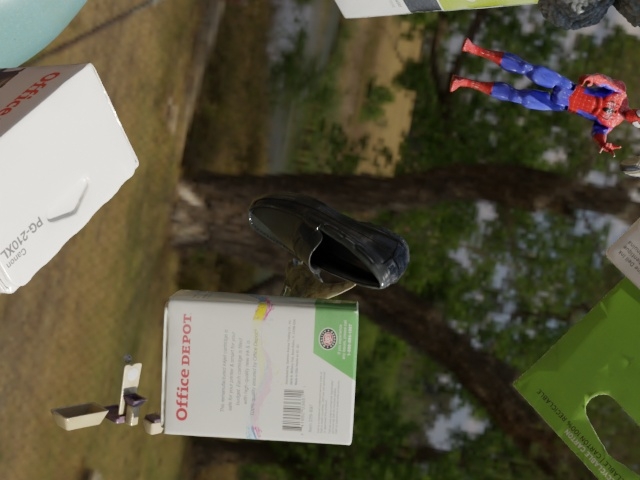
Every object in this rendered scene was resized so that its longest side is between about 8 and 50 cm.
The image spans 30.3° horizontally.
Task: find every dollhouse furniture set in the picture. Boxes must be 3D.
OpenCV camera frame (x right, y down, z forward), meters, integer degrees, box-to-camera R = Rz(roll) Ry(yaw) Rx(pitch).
[{"bbox_3d":[-0.247,0.182,1.386,0.114,0.091,0.081,-3,107,-50],"label":"dollhouse furniture set"}]

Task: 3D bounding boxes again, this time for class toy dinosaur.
[{"bbox_3d":[-0.015,0.092,1.688,0.268,0.064,0.118,-165,-98,-69],"label":"toy dinosaur"}]

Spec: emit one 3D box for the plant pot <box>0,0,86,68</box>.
[{"bbox_3d":[-0.363,-0.321,1.312,0.290,0.196,0.290,-10,90,-83],"label":"plant pot"}]

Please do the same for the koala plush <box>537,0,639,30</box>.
[{"bbox_3d":[0.323,-0.208,0.962,0.203,0.196,0.221,-56,153,11],"label":"koala plush"}]

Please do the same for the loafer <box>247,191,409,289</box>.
[{"bbox_3d":[0.000,0.000,1.445,0.078,0.223,0.076,-45,147,-42],"label":"loafer"}]

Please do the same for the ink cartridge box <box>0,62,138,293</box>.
[{"bbox_3d":[-0.288,-0.051,0.904,0.172,0.237,0.100,-54,135,-43],"label":"ink cartridge box"}]

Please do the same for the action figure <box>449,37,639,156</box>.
[{"bbox_3d":[0.320,-0.195,1.605,0.139,0.281,0.091,-70,176,-72],"label":"action figure"}]

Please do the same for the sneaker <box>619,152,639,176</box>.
[{"bbox_3d":[0.532,-0.144,1.852,0.058,0.135,0.052,62,30,-19],"label":"sneaker"}]

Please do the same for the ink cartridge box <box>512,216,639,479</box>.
[{"bbox_3d":[0.271,0.077,0.816,0.255,0.189,0.097,-47,156,12],"label":"ink cartridge box"}]

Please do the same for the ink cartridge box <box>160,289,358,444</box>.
[{"bbox_3d":[-0.066,0.140,1.323,0.093,0.213,0.154,-75,168,-85],"label":"ink cartridge box"}]

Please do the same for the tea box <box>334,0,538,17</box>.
[{"bbox_3d":[0.130,-0.393,1.094,0.329,0.324,0.219,50,47,-58],"label":"tea box"}]
